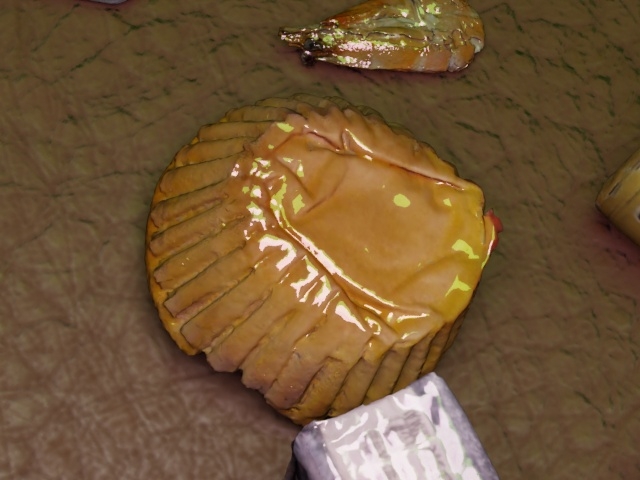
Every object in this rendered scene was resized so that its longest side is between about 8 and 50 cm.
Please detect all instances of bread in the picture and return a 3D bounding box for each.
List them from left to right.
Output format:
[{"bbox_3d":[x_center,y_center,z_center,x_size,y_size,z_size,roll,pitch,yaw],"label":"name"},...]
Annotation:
[{"bbox_3d":[0.000,0.000,1.306,0.274,0.149,0.274,6,66,-13],"label":"bread"}]

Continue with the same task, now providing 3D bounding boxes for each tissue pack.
[{"bbox_3d":[0.099,0.309,1.128,0.124,0.288,0.394,-21,74,-15],"label":"tissue pack"}]

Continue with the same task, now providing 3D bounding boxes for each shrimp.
[{"bbox_3d":[0.052,-0.176,1.439,0.184,0.043,0.091,-9,64,-18],"label":"shrimp"}]

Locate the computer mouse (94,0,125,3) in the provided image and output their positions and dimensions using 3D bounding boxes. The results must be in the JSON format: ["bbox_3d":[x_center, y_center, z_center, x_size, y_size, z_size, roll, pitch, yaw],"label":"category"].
[{"bbox_3d":[-0.230,-0.267,1.414,0.229,0.068,0.113,13,86,-15],"label":"computer mouse"}]

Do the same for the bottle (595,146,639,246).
[{"bbox_3d":[0.399,0.031,1.339,0.171,0.171,0.351,-41,80,-20],"label":"bottle"}]
